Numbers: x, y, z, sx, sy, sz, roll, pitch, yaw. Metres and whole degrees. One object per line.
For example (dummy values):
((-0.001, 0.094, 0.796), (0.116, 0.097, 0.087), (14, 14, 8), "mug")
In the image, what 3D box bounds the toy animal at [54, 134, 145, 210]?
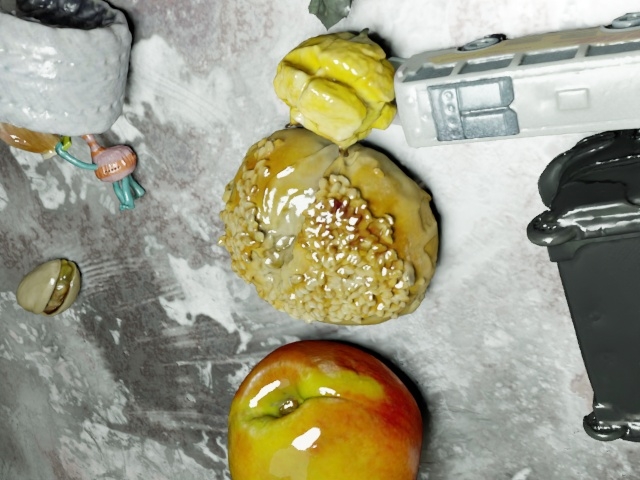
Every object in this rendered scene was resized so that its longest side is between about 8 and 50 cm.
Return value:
((-0.366, -0.138, 1.145), (0.100, 0.103, 0.208), (-17, 112, 46), "toy animal")

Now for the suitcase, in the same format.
((0.414, 0.046, 0.720), (0.340, 0.188, 0.345), (-6, 122, 31), "suitcase")

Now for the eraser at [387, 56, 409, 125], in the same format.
((0.101, -0.186, 0.889), (0.038, 0.019, 0.083), (15, 125, 24), "eraser")

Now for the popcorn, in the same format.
((0.018, -0.184, 0.853), (0.149, 0.167, 0.152), (7, 112, -16), "popcorn")

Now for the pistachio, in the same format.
((-0.530, 0.093, 1.391), (0.149, 0.113, 0.113), (-38, 95, 25), "pistachio")

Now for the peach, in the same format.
((0.010, 0.315, 1.091), (0.308, 0.307, 0.332), (-3, 132, 32), "peach")

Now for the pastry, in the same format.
((0.000, 0.000, 0.957), (0.316, 0.184, 0.284), (30, 130, 11), "pastry")

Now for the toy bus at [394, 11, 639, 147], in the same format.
((0.244, -0.162, 0.742), (0.343, 0.138, 0.097), (-1, 120, 29), "toy bus")

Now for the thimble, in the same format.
((-0.392, -0.268, 1.009), (0.246, 0.217, 0.157), (32, 122, 24), "thimble")

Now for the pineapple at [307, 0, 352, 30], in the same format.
((-0.047, -0.334, 0.837), (0.237, 0.119, 0.111), (20, 82, 14), "pineapple")

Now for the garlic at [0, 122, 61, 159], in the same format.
((-0.489, -0.242, 1.177), (0.129, 0.090, 0.198), (13, 118, 6), "garlic")
